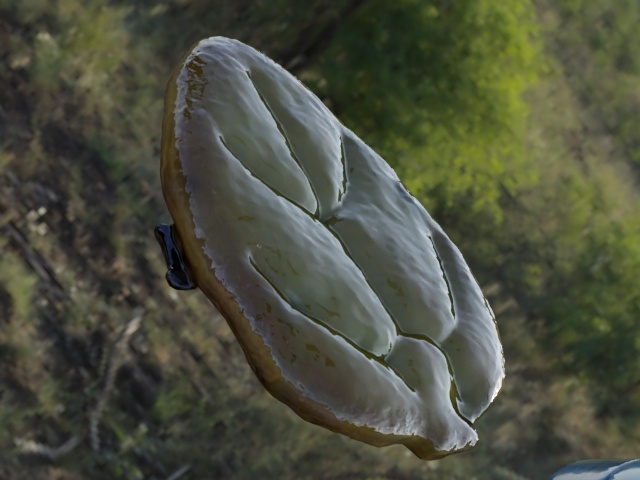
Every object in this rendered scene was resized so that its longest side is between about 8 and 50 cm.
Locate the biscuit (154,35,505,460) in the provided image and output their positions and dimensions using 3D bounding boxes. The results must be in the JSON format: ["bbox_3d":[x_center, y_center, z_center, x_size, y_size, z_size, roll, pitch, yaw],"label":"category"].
[{"bbox_3d":[0.003,-0.003,0.713,0.203,0.041,0.260,-8,61,-48],"label":"biscuit"}]

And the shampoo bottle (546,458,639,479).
[{"bbox_3d":[0.357,0.339,1.077,0.331,0.342,0.331,7,81,-50],"label":"shampoo bottle"}]
